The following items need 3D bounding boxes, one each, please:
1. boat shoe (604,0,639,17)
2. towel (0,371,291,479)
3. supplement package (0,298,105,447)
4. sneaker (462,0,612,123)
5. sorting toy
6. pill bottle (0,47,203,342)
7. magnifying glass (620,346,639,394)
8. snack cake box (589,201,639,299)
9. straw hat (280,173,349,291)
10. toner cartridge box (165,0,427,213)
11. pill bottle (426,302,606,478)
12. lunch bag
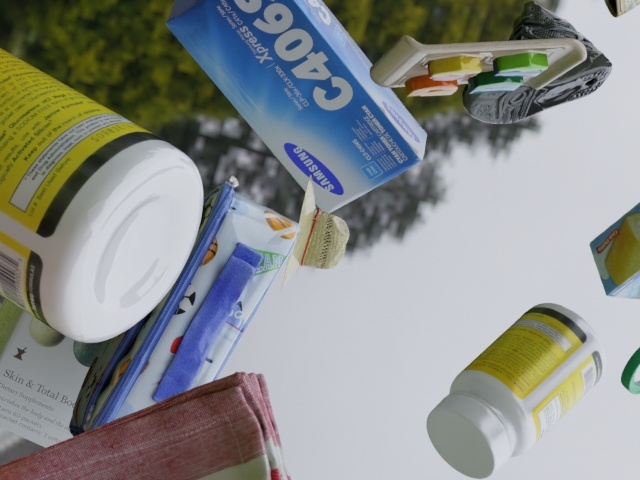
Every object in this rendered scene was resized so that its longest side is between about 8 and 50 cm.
[{"bbox_3d":[0.329,-0.304,2.062,0.045,0.135,0.050,-44,-137,2],"label":"boat shoe"},{"bbox_3d":[-0.105,0.279,1.242,0.237,0.037,0.329,-24,-110,21],"label":"towel"},{"bbox_3d":[-0.250,0.100,2.005,0.262,0.199,0.198,-64,-165,-1],"label":"supplement package"},{"bbox_3d":[0.251,-0.226,2.278,0.130,0.227,0.087,54,-33,25],"label":"sneaker"},{"bbox_3d":[0.174,-0.193,2.026,0.193,0.208,0.038,149,-59,-77],"label":"sorting toy"},{"bbox_3d":[-0.283,-0.064,1.580,0.188,0.334,0.188,-45,152,-31],"label":"pill bottle"},{"bbox_3d":[0.521,0.130,2.607,0.231,0.092,0.026,-50,-127,9],"label":"magnifying glass"},{"bbox_3d":[0.503,-0.020,2.380,0.264,0.152,0.089,-45,-131,43],"label":"snack cake box"},{"bbox_3d":[0.000,0.000,2.051,0.144,0.061,0.144,14,90,-89],"label":"straw hat"},{"bbox_3d":[-0.028,-0.209,2.338,0.165,0.348,0.075,-29,-155,26],"label":"toner cartridge box"},{"bbox_3d":[0.224,0.174,2.062,0.208,0.119,0.119,-38,174,-33],"label":"pill bottle"},{"bbox_3d":[-0.135,0.082,1.765,0.303,0.115,0.243,-63,-172,-8],"label":"lunch bag"}]
